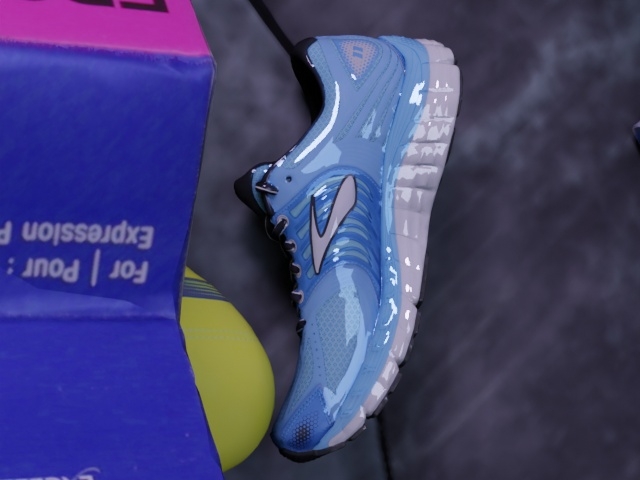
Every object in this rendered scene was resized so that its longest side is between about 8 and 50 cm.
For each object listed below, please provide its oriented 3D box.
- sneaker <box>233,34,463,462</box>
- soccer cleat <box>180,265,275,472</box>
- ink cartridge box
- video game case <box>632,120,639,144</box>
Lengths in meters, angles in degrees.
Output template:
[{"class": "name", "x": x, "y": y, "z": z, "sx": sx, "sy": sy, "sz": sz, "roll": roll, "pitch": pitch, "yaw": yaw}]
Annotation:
[{"class": "sneaker", "x": 0.000, "y": 0.000, "z": 0.573, "sx": 0.073, "sy": 0.063, "sz": 0.162, "roll": 13, "pitch": 78, "yaw": -10}, {"class": "soccer cleat", "x": -0.126, "y": -0.004, "z": 0.468, "sx": 0.289, "sy": 0.121, "sz": 0.093, "roll": 36, "pitch": 75, "yaw": -21}, {"class": "ink cartridge box", "x": -0.137, "y": -0.091, "z": 0.372, "sx": 0.175, "sy": 0.069, "sz": 0.371, "roll": 1, "pitch": 48, "yaw": -26}, {"class": "video game case", "x": 0.298, "y": -0.007, "z": 0.705, "sx": 0.244, "sy": 0.061, "sz": 0.269, "roll": -37, "pitch": 105, "yaw": -20}]
